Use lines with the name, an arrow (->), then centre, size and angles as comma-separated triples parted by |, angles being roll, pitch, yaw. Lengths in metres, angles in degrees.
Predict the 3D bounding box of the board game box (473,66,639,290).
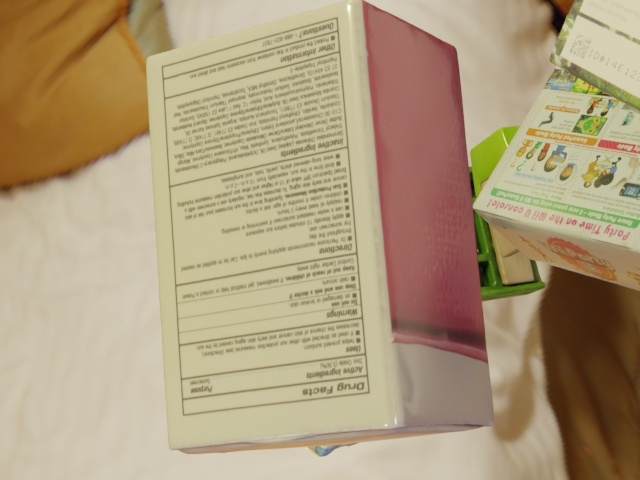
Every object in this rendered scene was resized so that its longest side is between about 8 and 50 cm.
board game box -> 0.299, -0.112, 1.210 | 0.303, 0.097, 0.224 | -57, 32, -8

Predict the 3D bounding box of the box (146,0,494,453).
box -> 0.000, 0.000, 0.800 | 0.148, 0.127, 0.232 | -10, 79, 30

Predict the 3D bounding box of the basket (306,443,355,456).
basket -> 0.001, 0.077, 1.621 | 0.255, 0.201, 0.289 | 30, 120, 29

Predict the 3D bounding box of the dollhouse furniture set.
dollhouse furniture set -> 0.309, -0.041, 1.564 | 0.197, 0.301, 0.151 | 141, 119, -64

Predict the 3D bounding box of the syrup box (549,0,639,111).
syrup box -> 0.209, -0.167, 0.649 | 0.093, 0.096, 0.237 | 44, 116, 55
